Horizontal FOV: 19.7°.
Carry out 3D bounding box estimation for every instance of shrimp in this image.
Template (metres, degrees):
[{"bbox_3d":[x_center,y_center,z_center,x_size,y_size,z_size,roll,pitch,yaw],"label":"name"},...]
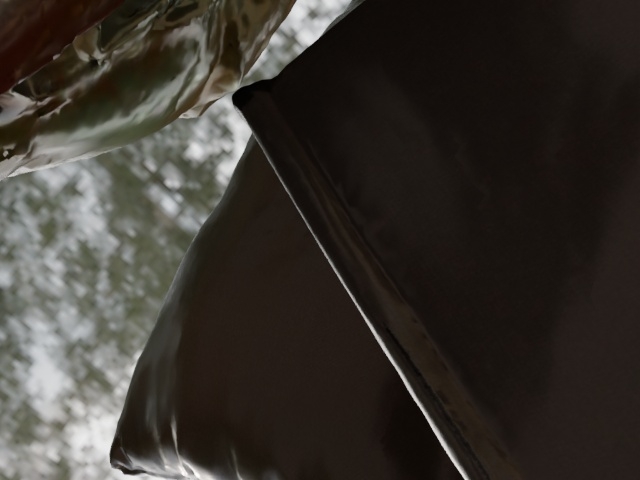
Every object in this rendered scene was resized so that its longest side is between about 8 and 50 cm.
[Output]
[{"bbox_3d":[-0.055,-0.067,0.463,0.267,0.061,0.145,-34,167,-45],"label":"shrimp"}]

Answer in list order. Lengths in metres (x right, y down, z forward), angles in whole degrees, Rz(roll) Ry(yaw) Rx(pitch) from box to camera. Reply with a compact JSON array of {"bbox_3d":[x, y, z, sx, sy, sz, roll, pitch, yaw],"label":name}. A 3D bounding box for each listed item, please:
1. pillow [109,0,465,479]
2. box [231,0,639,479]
[{"bbox_3d":[0.042,0.008,0.870,0.308,0.108,0.305,14,-109,54],"label":"pillow"},{"bbox_3d":[0.118,0.034,0.439,0.153,0.188,0.252,-38,-144,6],"label":"box"}]
